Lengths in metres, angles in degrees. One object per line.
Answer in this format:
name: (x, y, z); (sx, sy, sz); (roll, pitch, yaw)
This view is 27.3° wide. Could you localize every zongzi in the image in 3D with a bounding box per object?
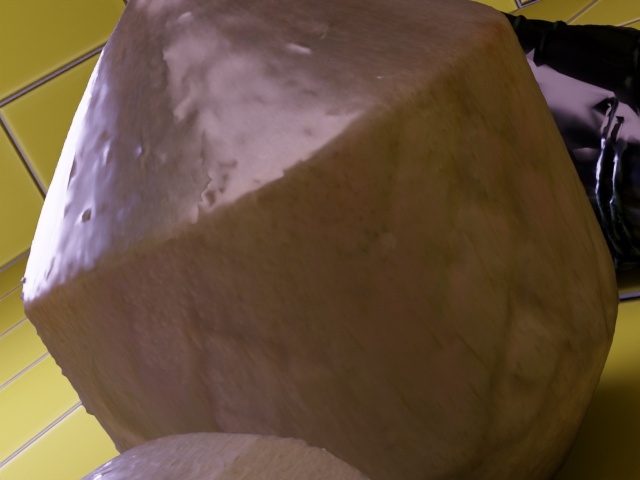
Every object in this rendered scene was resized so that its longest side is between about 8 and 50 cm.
zongzi: (0.270, -0.095, 1.181); (0.383, 0.319, 0.362); (6, 22, 37)

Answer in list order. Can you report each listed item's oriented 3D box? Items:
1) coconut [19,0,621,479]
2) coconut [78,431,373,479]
coconut: (0.000, 0.000, 0.875); (0.344, 0.415, 0.415); (-28, 13, 6)
coconut: (-0.062, 0.214, 0.560); (0.245, 0.245, 0.247); (-20, 6, 31)
